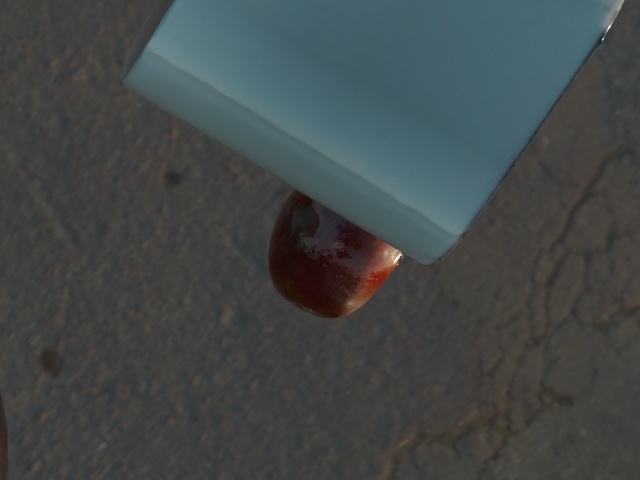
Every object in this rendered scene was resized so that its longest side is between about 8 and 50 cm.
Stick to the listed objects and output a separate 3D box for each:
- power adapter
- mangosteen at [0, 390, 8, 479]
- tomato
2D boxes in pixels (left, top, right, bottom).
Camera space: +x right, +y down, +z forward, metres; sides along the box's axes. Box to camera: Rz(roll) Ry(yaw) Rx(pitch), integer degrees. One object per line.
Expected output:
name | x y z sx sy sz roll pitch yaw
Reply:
power adapter | -0.001 -0.130 0.758 0.255 0.187 0.124 31 13 -14
mangosteen | -0.342 0.108 0.773 0.381 0.381 0.421 28 10 -15
tomato | 0.000 0.000 1.520 0.069 0.156 0.155 26 48 -49
